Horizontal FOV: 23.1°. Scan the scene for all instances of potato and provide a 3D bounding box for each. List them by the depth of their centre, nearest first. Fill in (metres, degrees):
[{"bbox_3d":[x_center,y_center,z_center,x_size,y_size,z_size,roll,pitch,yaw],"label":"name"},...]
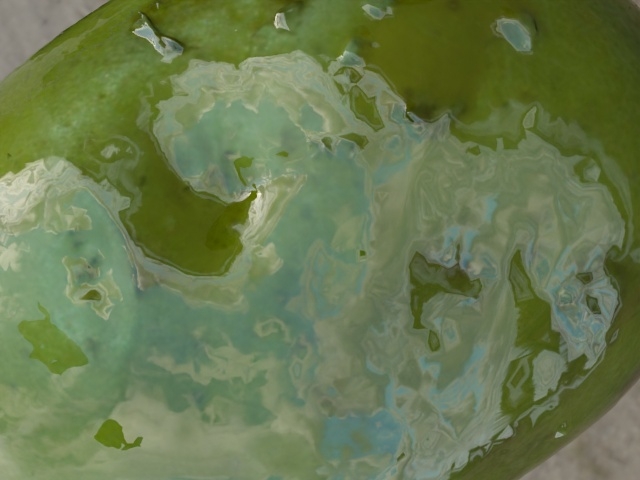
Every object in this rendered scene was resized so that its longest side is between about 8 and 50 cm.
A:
[{"bbox_3d":[0.000,0.000,0.468,0.148,0.253,0.186,-162,64,-65],"label":"potato"}]
